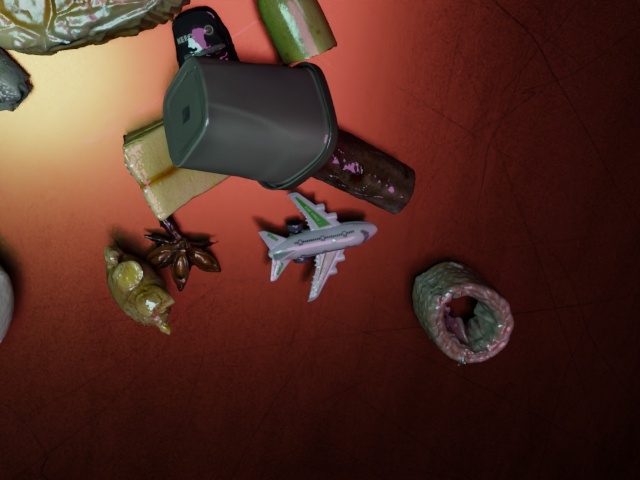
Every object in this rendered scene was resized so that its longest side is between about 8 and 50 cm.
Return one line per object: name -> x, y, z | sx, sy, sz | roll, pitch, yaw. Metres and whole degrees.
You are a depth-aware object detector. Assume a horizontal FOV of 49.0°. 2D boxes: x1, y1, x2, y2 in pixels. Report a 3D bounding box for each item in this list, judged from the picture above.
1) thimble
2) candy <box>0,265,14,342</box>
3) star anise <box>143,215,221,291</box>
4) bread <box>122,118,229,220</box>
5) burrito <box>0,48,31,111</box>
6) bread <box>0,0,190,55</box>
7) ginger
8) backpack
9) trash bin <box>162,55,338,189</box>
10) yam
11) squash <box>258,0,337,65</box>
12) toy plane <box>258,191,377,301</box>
thimble -> 0.334, 0.167, 1.642 | 0.196, 0.148, 0.229 | -30, 115, -2
candy -> -0.745, 0.132, 1.366 | 0.296, 0.185, 0.295 | -2, 108, -6
star anise -> -0.310, 0.032, 1.498 | 0.212, 0.053, 0.157 | 33, 99, -22
bread -> -0.242, -0.177, 1.382 | 0.264, 0.163, 0.167 | -27, 112, -3
burrito -> -0.661, -0.364, 1.273 | 0.096, 0.066, 0.309 | -41, 113, -2
bread -> -0.418, -0.447, 1.229 | 0.389, 0.183, 0.235 | -8, 119, -5
ginger -> -0.371, 0.105, 1.450 | 0.102, 0.157, 0.216 | -37, 88, -27
backpack -> -0.223, -0.362, 1.351 | 0.120, 0.105, 0.165 | -25, 115, 1
trash bin -> -0.138, -0.222, 1.296 | 0.250, 0.219, 0.219 | 2, 151, -36
yam -> 0.063, -0.160, 1.475 | 0.280, 0.131, 0.131 | 23, 102, -20
squash -> -0.056, -0.441, 1.362 | 0.123, 0.123, 0.186 | -28, 109, -2
toy plane -> -0.002, -0.001, 1.533 | 0.256, 0.101, 0.250 | -16, 111, -11
